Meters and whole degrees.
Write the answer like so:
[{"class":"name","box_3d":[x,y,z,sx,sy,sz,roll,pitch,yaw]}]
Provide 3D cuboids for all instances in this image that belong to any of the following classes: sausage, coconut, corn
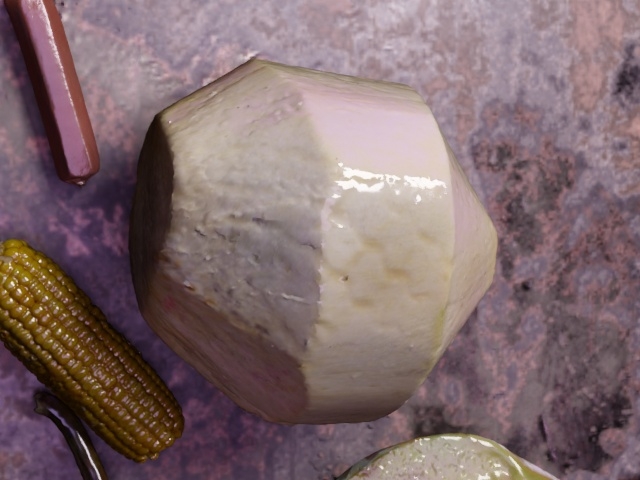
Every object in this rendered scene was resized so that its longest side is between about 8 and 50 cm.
[{"class":"sausage","box_3d":[-0.188,-0.109,0.831,0.030,0.035,0.147,-9,105,18]},{"class":"coconut","box_3d":[0.000,0.000,0.800,0.259,0.259,0.259,-2,99,-15]},{"class":"corn","box_3d":[-0.177,0.080,0.846,0.068,0.068,0.207,-42,106,-6]}]

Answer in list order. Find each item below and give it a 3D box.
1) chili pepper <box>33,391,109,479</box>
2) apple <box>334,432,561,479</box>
[{"class":"chili pepper","box_3d":[-0.132,0.284,0.859,0.134,0.131,0.339,-3,98,-25]},{"class":"apple","box_3d":[0.069,0.256,0.920,0.193,0.120,0.265,41,84,-5]}]
